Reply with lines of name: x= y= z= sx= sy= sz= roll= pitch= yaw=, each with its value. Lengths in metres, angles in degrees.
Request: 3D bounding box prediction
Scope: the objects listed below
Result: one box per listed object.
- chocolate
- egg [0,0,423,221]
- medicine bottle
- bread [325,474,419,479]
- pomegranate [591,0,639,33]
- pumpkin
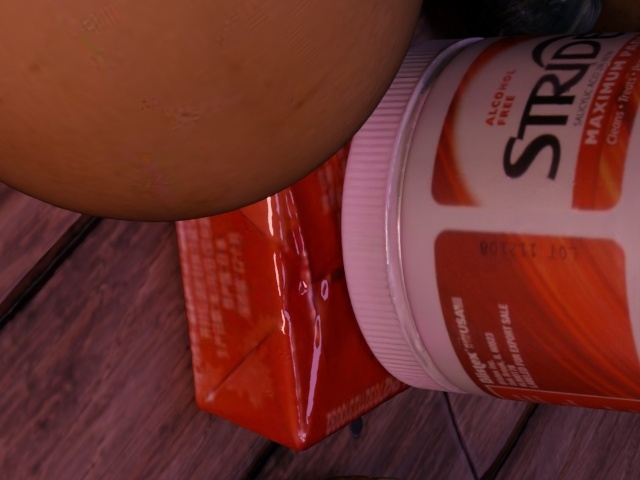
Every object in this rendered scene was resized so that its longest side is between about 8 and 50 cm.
chocolate: x=0.000 y=0.000 z=1.252 sx=0.237 sy=0.108 sz=0.235 roll=-25 pitch=111 yaw=-55
egg: x=-0.107 y=-0.181 z=0.904 sx=0.374 sy=0.301 sz=0.301 roll=51 pitch=49 yaw=-29
medicine bottle: x=0.177 y=-0.013 z=1.208 sx=0.252 sy=0.240 sz=0.253 roll=-4 pitch=94 yaw=-57
bread: x=0.023 y=0.273 z=1.219 sx=0.274 sy=0.114 sz=0.185 roll=-16 pitch=107 yaw=-76
pomegranate: x=0.331 y=-0.270 z=1.612 sx=0.281 sy=0.281 sz=0.281 roll=-4 pitch=94 yaw=-57
pumpkin: x=0.163 y=-0.226 z=1.474 sx=0.167 sy=0.125 sz=0.167 roll=-15 pitch=90 yaw=-76
